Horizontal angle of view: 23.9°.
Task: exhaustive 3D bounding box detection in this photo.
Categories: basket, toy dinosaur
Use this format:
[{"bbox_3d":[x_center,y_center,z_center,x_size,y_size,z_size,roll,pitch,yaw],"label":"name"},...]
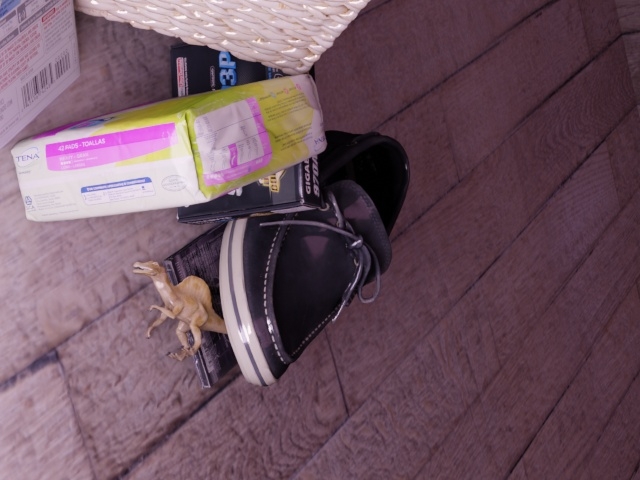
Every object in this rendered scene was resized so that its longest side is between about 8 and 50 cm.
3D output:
[{"bbox_3d":[-0.088,-0.394,1.633,0.328,0.266,0.331,16,61,-14],"label":"basket"},{"bbox_3d":[-0.146,0.090,1.742,0.183,0.053,0.093,39,60,-38],"label":"toy dinosaur"}]

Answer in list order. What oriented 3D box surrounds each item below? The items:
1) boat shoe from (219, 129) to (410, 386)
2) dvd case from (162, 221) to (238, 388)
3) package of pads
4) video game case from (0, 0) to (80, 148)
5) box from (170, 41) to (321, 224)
[{"bbox_3d":[0.000,0.000,1.913,0.500,0.156,0.187,-61,137,-55],"label":"boat shoe"},{"bbox_3d":[-0.113,0.063,1.871,0.221,0.018,0.165,-39,116,-57],"label":"dvd case"},{"bbox_3d":[-0.148,-0.103,1.621,0.296,0.229,0.101,-29,109,-61],"label":"package of pads"},{"bbox_3d":[-0.329,-0.218,1.418,0.329,0.036,0.300,-55,151,-51],"label":"video game case"},{"bbox_3d":[-0.090,-0.136,1.794,0.051,0.175,0.220,12,74,-62],"label":"box"}]
